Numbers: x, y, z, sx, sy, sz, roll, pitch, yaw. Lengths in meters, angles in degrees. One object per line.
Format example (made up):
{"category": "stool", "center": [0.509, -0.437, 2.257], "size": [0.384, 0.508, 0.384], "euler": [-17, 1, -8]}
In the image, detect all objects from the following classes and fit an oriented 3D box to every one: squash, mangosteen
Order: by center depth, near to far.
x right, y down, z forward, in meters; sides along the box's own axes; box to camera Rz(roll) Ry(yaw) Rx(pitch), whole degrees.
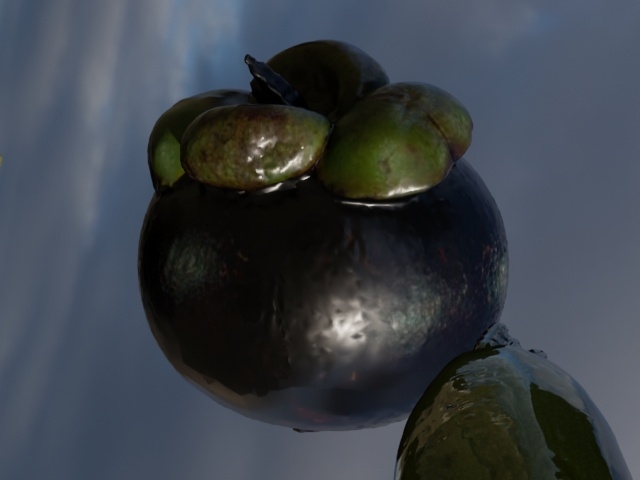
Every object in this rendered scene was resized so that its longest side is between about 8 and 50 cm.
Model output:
{"category": "squash", "center": [0.067, 0.105, 0.615], "size": [0.341, 0.094, 0.094], "euler": [-90, -164, -62]}
{"category": "mangosteen", "center": [0.000, 0.000, 1.079], "size": [0.243, 0.243, 0.243], "euler": [-170, -90, -74]}

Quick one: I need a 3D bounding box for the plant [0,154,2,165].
{"category": "plant", "center": [-0.345, 0.019, 1.160], "size": [0.261, 0.297, 0.306], "euler": [69, 12, 19]}
